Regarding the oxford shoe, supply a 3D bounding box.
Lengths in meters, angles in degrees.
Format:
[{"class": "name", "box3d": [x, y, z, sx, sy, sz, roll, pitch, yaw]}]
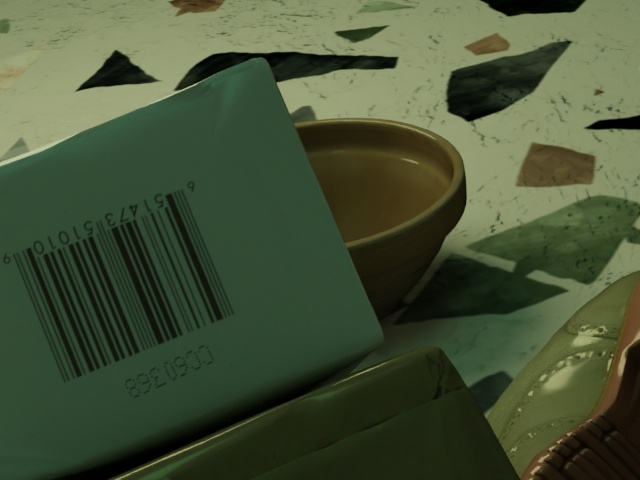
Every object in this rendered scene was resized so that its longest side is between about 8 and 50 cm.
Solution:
[{"class": "oxford shoe", "box3d": [0.153, 0.162, 1.037, 0.146, 0.140, 0.397, -27, 15, 45]}]

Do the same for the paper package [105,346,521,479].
[{"class": "paper package", "box3d": [-0.081, 0.198, 0.799, 0.309, 0.168, 0.325, -21, -8, -23]}]

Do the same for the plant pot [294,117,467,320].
[{"class": "plant pot", "box3d": [0.000, 0.000, 1.361, 0.237, 0.109, 0.237, -7, 29, 4]}]

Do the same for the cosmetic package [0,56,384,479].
[{"class": "cosmetic package", "box3d": [-0.108, 0.051, 0.956, 0.217, 0.156, 0.385, -22, -6, -11]}]
